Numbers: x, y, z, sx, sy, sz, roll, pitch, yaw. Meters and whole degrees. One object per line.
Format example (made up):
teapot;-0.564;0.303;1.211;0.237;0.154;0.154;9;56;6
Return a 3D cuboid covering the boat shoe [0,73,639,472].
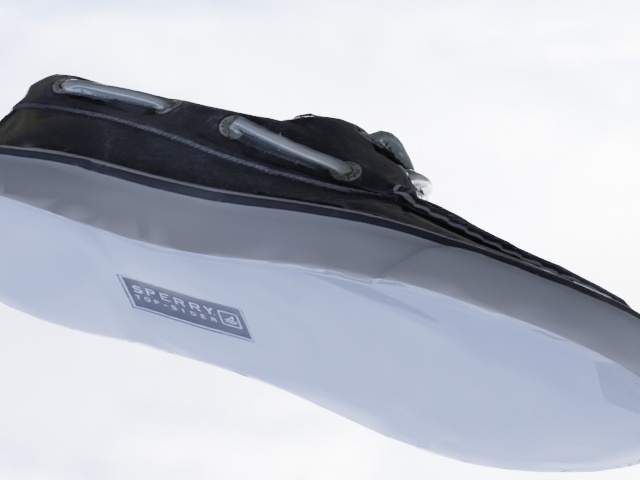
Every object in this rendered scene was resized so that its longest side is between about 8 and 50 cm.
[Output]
boat shoe;0.000;0.000;0.727;0.301;0.108;0.102;13;-125;25
